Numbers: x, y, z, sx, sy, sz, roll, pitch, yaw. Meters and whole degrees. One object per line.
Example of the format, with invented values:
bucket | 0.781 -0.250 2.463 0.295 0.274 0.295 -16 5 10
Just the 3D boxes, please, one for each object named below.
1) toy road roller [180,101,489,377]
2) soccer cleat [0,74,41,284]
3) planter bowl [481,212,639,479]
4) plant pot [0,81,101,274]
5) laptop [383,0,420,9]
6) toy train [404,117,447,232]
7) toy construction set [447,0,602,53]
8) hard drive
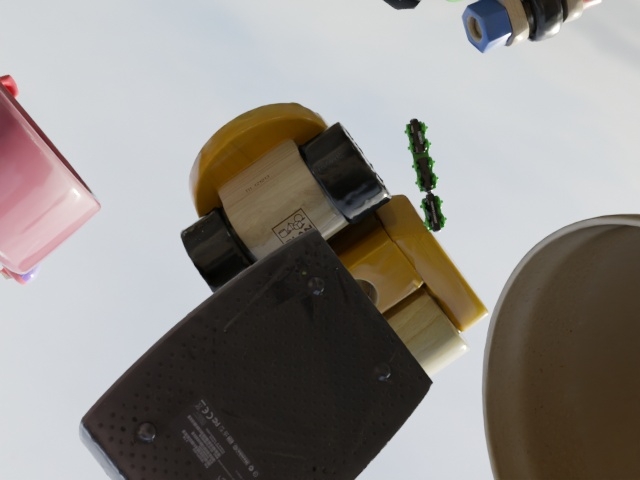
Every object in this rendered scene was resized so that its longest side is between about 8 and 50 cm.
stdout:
toy road roller | 0.000 0.000 1.645 0.329 0.202 0.240 52 -174 -32
soccer cleat | -0.304 -0.064 1.519 0.248 0.095 0.083 59 179 38
planter bowl | 0.146 0.060 0.527 0.109 0.162 0.162 -15 -146 -32
plant pot | -0.236 -0.035 0.753 0.201 0.180 0.201 50 175 6
laptop | 0.053 -0.237 0.766 0.136 0.234 0.264 37 -169 -1
toy train | 0.075 -0.046 1.134 0.017 0.083 0.024 -12 177 2
toy construction set | 0.171 -0.320 1.180 0.237 0.309 0.257 64 -174 22
hard drive | -0.047 0.122 1.159 0.254 0.054 0.172 -40 -86 -36
